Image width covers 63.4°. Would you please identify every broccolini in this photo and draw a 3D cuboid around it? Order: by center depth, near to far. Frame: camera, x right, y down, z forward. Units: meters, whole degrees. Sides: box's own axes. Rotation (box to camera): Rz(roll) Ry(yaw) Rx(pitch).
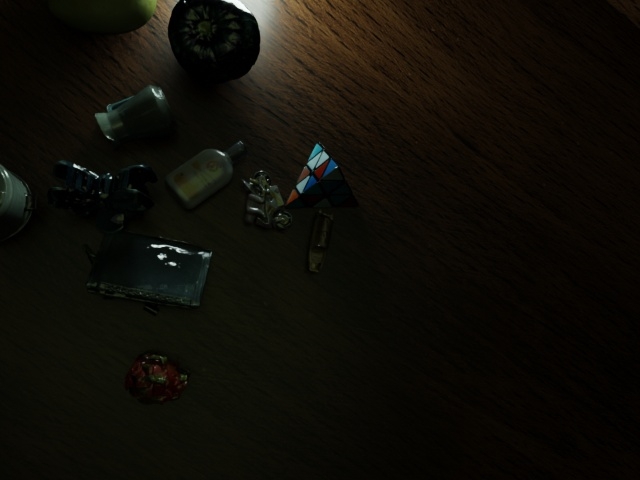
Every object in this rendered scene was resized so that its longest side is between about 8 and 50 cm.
[{"bbox_3d":[-0.696,0.096,1.648,0.074,0.058,0.201,-27,72,-31],"label":"broccolini"}]

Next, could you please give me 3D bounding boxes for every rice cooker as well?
[{"bbox_3d":[-0.987,-0.120,1.508,0.281,0.227,0.241,-3,79,-13],"label":"rice cooker"}]

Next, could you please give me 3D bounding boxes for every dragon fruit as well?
[{"bbox_3d":[-0.495,0.418,1.585,0.172,0.160,0.166,29,42,-10],"label":"dragon fruit"}]

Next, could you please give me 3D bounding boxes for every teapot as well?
[{"bbox_3d":[-0.604,-0.405,1.700,0.225,0.171,0.203,-25,55,-10],"label":"teapot"}]

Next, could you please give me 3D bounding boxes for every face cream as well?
[{"bbox_3d":[-0.375,-0.235,1.761,0.291,0.071,0.143,-37,91,-17],"label":"face cream"}]

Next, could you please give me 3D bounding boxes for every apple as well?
[{"bbox_3d":[-0.703,-0.833,1.652,0.358,0.357,0.356,2,80,-13],"label":"apple"}]

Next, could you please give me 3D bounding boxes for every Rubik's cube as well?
[{"bbox_3d":[0.053,-0.199,1.776,0.250,0.234,0.284,33,74,-7],"label":"Rubik's cube"}]

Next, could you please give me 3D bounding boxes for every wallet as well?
[{"bbox_3d":[-0.532,0.092,1.641,0.343,0.075,0.237,11,53,-11],"label":"wallet"}]

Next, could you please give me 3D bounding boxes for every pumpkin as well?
[{"bbox_3d":[-0.353,-0.684,1.767,0.316,0.238,0.314,0,85,4],"label":"pumpkin"}]

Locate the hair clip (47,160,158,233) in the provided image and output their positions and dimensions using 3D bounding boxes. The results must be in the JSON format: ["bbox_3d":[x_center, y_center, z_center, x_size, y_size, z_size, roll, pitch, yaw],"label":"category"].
[{"bbox_3d":[-0.658,-0.150,1.597,0.311,0.206,0.194,4,65,-5],"label":"hair clip"}]

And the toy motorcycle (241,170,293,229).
[{"bbox_3d":[-0.202,-0.121,1.783,0.152,0.073,0.224,-28,88,-14],"label":"toy motorcycle"}]

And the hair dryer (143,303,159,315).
[{"bbox_3d":[-0.529,0.197,1.672,0.047,0.026,0.083,32,71,-7],"label":"hair dryer"}]

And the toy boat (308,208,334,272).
[{"bbox_3d":[0.000,0.000,1.803,0.068,0.088,0.225,14,76,-12],"label":"toy boat"}]
